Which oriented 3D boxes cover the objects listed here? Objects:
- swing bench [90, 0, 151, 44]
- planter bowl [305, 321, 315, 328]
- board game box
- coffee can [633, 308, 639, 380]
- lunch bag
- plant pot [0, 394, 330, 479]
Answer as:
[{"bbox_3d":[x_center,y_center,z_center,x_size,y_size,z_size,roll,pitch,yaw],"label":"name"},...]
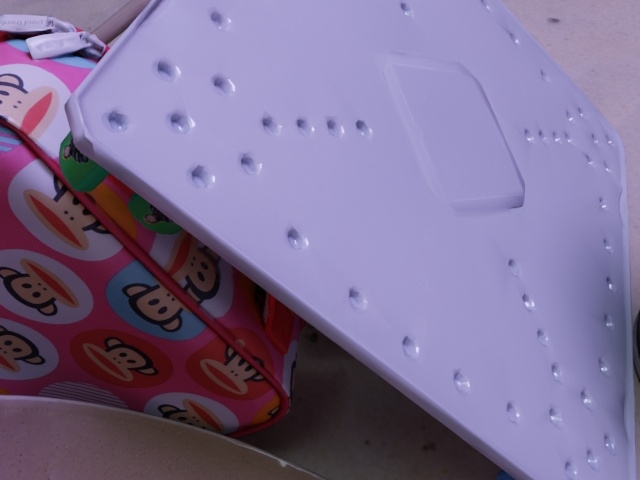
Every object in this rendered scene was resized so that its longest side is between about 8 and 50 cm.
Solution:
[{"bbox_3d":[-0.232,-0.080,0.689,0.254,0.165,0.253,-23,46,-2],"label":"swing bench"},{"bbox_3d":[0.000,0.000,0.570,0.109,0.162,0.162,-44,47,6],"label":"planter bowl"},{"bbox_3d":[0.076,-0.062,0.483,0.050,0.390,0.390,-31,28,42],"label":"board game box"},{"bbox_3d":[0.303,-0.008,0.406,0.201,0.275,0.202,-7,45,7],"label":"coffee can"},{"bbox_3d":[-0.144,0.019,0.446,0.258,0.293,0.120,-15,41,26],"label":"lunch bag"},{"bbox_3d":[-0.094,0.210,0.321,0.284,0.284,0.191,18,88,28],"label":"plant pot"}]
